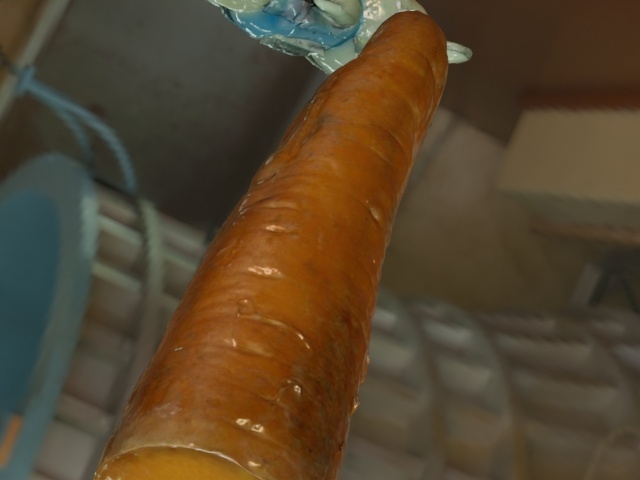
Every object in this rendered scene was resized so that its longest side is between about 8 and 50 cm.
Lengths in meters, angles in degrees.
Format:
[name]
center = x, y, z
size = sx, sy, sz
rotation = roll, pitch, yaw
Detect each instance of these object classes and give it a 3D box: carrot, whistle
[carrot]
center = 0.000, 0.000, 0.510
size = 0.061, 0.210, 0.061
rotation = 12, 138, 11
[whistle]
center = -0.011, -0.144, 1.063
size = 0.114, 0.077, 0.235
rotation = 10, 176, 42
